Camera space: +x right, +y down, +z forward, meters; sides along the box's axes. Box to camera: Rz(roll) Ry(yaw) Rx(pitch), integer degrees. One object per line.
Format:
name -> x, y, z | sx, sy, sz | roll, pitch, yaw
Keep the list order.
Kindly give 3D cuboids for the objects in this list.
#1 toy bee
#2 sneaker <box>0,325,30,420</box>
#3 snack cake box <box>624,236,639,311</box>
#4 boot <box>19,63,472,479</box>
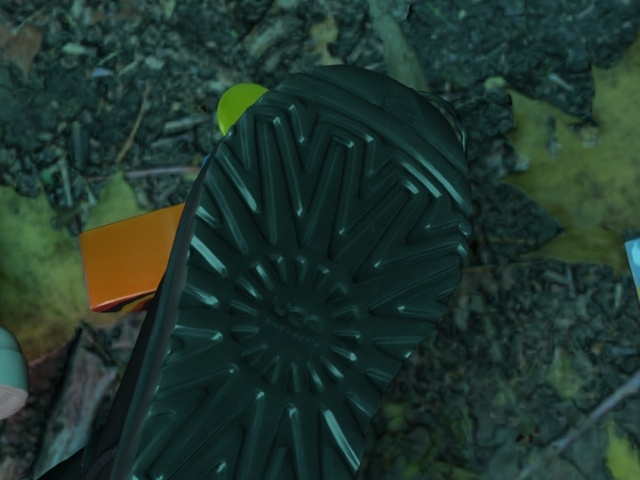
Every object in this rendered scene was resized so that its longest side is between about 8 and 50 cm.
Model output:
toy bee -> 0.000, 0.000, 1.164 | 0.298, 0.162, 0.195 | 8, 91, 36
sneaker -> -0.257, 0.035, 1.137 | 0.108, 0.292, 0.169 | 9, 77, -28
snack cake box -> 0.259, 0.125, 1.080 | 0.089, 0.152, 0.264 | -15, 78, 8
boot -> -0.109, 0.137, 1.050 | 0.146, 0.445, 0.367 | 33, 52, -9
